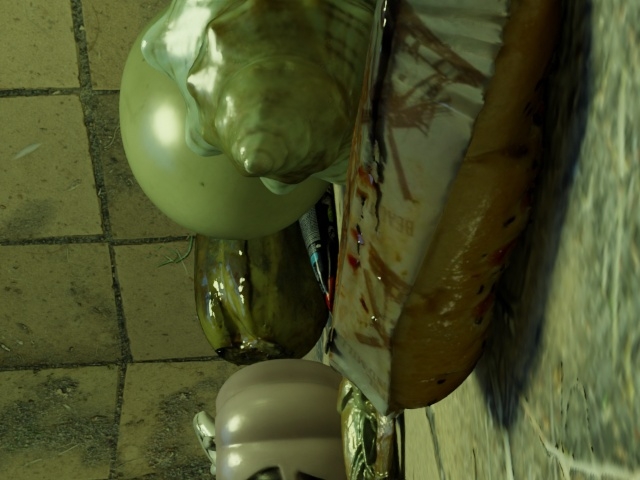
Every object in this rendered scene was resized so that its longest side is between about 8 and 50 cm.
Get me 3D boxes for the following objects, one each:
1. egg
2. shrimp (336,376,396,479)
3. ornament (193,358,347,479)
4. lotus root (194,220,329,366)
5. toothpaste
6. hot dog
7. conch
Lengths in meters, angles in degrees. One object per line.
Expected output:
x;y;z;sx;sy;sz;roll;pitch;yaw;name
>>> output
-0.080;-0.121;1.033;0.219;0.219;0.269;94;172;-56;egg
0.043;0.149;0.799;0.099;0.041;0.180;135;136;-64;shrimp
-0.039;0.199;1.026;0.177;0.177;0.177;178;90;-86;ornament
-0.070;0.020;1.328;0.152;0.160;0.275;-26;53;47;lotus root
0.000;0.000;1.246;0.071;0.045;0.193;76;-176;-63;toothpaste
0.045;-0.027;0.437;0.253;0.069;0.131;97;180;-48;hot dog
-0.027;-0.159;0.721;0.203;0.169;0.386;-57;27;35;conch
